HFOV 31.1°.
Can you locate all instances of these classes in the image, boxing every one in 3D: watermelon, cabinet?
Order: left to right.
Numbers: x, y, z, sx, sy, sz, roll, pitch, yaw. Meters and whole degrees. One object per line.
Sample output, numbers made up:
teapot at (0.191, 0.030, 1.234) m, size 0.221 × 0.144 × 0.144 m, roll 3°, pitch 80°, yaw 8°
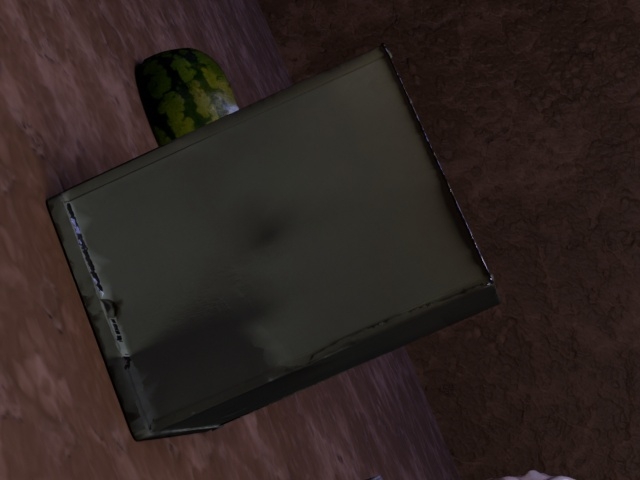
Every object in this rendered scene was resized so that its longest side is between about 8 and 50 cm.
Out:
watermelon at (-0.125, -0.109, 1.002) m, size 0.069 × 0.087 × 0.163 m, roll -2°, pitch 59°, yaw -43°
cabinet at (-0.018, 0.008, 0.677) m, size 0.150 × 0.206 × 0.145 m, roll 37°, pitch 29°, yaw -77°

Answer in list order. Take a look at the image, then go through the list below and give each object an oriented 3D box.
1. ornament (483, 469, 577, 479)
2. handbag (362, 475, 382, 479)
ornament at (0.163, 0.314, 0.894) m, size 0.225 × 0.259 × 0.259 m, roll -23°, pitch 89°, yaw -45°
handbag at (-0.024, 0.131, 0.326) m, size 0.117 × 0.173 × 0.095 m, roll 59°, pitch 19°, yaw -46°
